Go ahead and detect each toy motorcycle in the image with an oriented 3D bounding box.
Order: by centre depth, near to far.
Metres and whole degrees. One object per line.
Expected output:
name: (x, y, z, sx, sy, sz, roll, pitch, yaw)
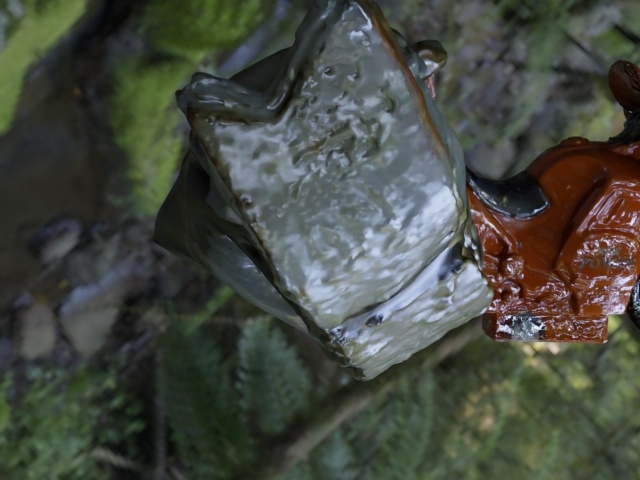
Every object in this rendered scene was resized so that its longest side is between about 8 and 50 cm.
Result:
toy motorcycle: (0.168, -0.029, 1.214, 0.148, 0.326, 0.221, -130, -138, -80)

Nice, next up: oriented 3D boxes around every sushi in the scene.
sushi: (0.017, -0.009, 0.638, 0.134, 0.109, 0.273, -23, 170, -12)
